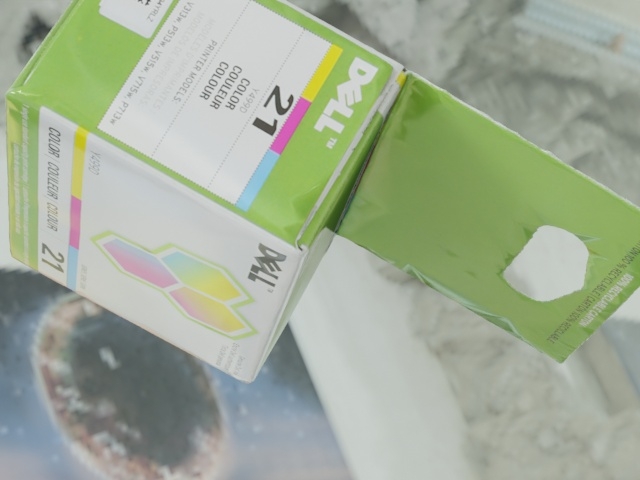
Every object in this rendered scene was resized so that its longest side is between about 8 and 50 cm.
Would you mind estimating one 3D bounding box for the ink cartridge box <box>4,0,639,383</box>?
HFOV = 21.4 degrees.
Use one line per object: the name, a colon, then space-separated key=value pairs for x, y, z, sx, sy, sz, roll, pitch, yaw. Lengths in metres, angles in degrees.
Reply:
ink cartridge box: x=0.000 y=0.000 z=0.726 sx=0.097 sy=0.255 sz=0.189 roll=-59 pitch=-3 yaw=-22
